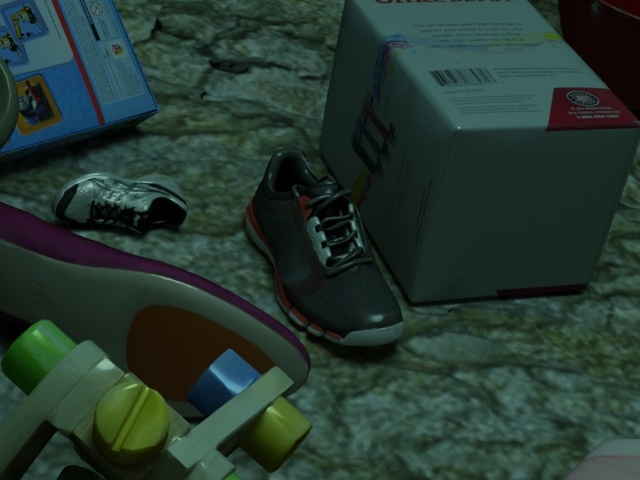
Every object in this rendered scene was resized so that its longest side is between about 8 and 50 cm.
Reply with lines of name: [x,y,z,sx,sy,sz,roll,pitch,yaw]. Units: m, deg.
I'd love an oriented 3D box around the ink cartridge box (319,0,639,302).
ink cartridge box: [0.092,-0.066,0.968,0.128,0.127,0.176,-4,37,-21]

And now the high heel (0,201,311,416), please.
high heel: [-0.122,0.026,0.833,0.244,0.082,0.117,9,22,0]

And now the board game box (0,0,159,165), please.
board game box: [-0.221,-0.124,0.955,0.211,0.039,0.160,-21,88,-40]

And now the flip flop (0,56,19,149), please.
flip flop: [-0.285,-0.050,0.819,0.277,0.080,0.112,-22,89,-29]

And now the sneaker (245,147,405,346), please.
sneaker: [0.000,0.000,0.901,0.061,0.065,0.158,-10,40,-29]

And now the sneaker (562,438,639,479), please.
sneaker: [0.186,0.141,0.766,0.134,0.051,0.070,22,40,22]

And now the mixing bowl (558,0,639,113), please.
mixing bowl: [0.258,-0.159,1.180,0.181,0.098,0.181,7,35,-5]

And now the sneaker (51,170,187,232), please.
sneaker: [-0.119,-0.021,0.925,0.083,0.032,0.037,-8,39,-26]

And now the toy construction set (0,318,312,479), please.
toy construction set: [-0.127,0.108,0.538,0.151,0.215,0.327,42,1,23]
